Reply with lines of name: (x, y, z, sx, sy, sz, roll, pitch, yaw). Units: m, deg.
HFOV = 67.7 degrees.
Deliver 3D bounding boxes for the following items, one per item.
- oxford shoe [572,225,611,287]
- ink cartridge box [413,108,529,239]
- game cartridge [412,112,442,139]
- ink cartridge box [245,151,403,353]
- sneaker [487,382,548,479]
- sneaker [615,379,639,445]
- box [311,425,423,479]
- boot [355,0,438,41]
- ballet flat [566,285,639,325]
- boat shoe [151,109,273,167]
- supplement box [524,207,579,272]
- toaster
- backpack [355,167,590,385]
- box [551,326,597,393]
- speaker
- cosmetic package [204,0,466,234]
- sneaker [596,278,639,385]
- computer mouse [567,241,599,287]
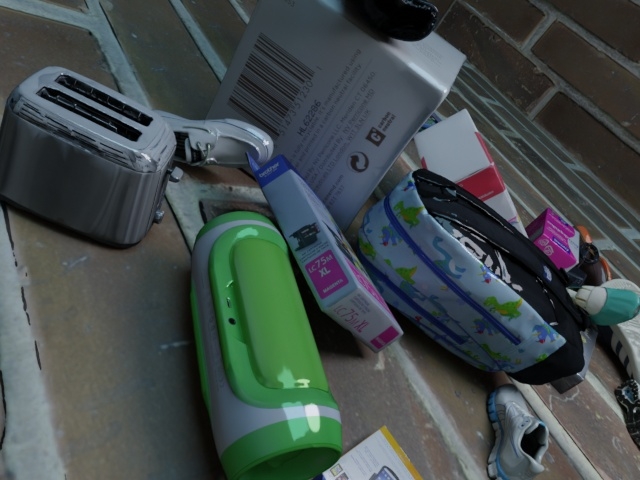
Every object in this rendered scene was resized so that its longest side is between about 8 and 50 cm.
oxford shoe: (0.742, 0.066, 1.373, 0.098, 0.097, 0.271, 1, 42, -1)
ink cartridge box: (0.329, -0.085, 1.014, 0.306, 0.131, 0.226, 53, 22, -34)
game cartridge: (0.275, -0.410, 1.542, 0.355, 0.068, 0.230, 0, 44, -42)
ink cartridge box: (0.000, 0.000, 0.700, 0.311, 0.065, 0.186, 58, 6, 37)
sneaker: (0.297, 0.275, 0.697, 0.071, 0.083, 0.191, 33, 32, -2)
sneaker: (0.648, 0.350, 0.939, 0.073, 0.063, 0.162, 36, 33, -6)
box: (0.051, 0.273, 0.529, 0.136, 0.028, 0.081, -12, 56, -46)
boot: (0.058, -0.402, 0.704, 0.246, 0.094, 0.207, 29, 30, -19)
ballet flat: (0.589, 0.138, 1.053, 0.087, 0.083, 0.247, 24, -7, 3)
boat shoe: (-0.191, -0.146, 0.752, 0.226, 0.083, 0.076, 9, 41, 7)
supplement box: (0.598, 0.016, 1.260, 0.111, 0.114, 0.220, 42, 35, 6)
toaster: (-0.286, -0.103, 0.577, 0.227, 0.146, 0.129, 26, 34, -15)
backpack: (0.232, 0.043, 0.803, 0.355, 0.273, 0.290, 47, 31, -22)
box: (0.470, 0.181, 0.990, 0.183, 0.056, 0.231, 47, 35, 17)
speaker: (-0.071, 0.106, 0.534, 0.131, 0.131, 0.297, 11, 41, -33)
cosmetic package: (0.044, -0.289, 0.936, 0.327, 0.329, 0.394, 36, 34, 0)
sneaker: (0.739, 0.263, 1.088, 0.148, 0.131, 0.350, 52, 23, -62)
computer mouse: (0.686, 0.077, 1.279, 0.071, 0.041, 0.242, 32, 48, 30)
